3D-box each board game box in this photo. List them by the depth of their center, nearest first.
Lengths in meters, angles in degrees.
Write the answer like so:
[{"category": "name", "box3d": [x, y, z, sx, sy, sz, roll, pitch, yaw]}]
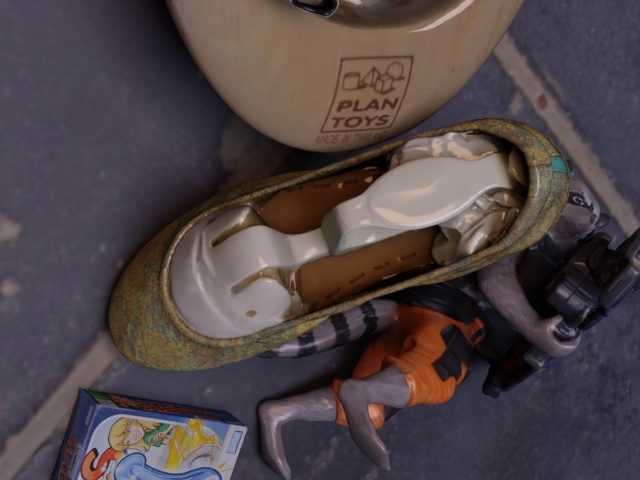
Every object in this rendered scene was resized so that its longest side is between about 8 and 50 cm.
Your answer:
[{"category": "board game box", "box3d": [-0.149, 0.221, 0.948, 0.136, 0.035, 0.201, 14, 96, -36]}]

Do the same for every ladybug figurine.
[{"category": "ladybug figurine", "box3d": [0.017, -0.270, 0.799, 0.305, 0.162, 0.449, -6, 120, -27]}]

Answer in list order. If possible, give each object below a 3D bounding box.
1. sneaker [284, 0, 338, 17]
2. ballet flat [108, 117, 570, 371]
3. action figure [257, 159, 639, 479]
[{"category": "sneaker", "box3d": [-0.022, -0.157, 0.716, 0.083, 0.037, 0.032, 23, 108, -33]}, {"category": "ballet flat", "box3d": [0.000, 0.000, 0.843, 0.349, 0.123, 0.123, -19, 119, 8]}, {"category": "action figure", "box3d": [0.114, 0.041, 0.958, 0.330, 0.341, 0.178, -38, 81, -27]}]
